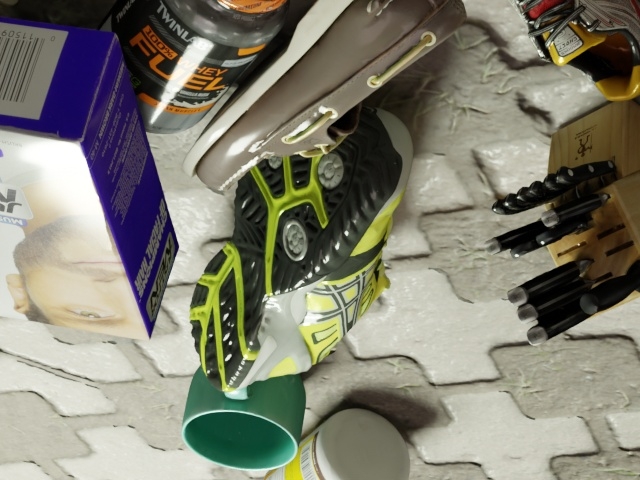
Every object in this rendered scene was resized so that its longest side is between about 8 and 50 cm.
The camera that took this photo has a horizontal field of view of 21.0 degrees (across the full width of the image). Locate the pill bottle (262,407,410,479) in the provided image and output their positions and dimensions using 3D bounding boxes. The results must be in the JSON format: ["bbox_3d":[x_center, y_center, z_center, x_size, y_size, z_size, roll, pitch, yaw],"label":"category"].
[{"bbox_3d":[0.006,0.285,1.994,0.117,0.117,0.215,22,143,-17],"label":"pill bottle"}]

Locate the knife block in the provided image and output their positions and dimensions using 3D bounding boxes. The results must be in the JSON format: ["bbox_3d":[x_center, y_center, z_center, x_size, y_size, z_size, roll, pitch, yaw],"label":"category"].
[{"bbox_3d":[0.260,0.016,1.450,0.276,0.242,0.088,33,140,-29],"label":"knife block"}]

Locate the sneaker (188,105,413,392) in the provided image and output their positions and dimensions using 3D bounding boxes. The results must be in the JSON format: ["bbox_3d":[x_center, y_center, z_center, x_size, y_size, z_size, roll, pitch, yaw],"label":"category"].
[{"bbox_3d":[0.000,0.000,1.617,0.147,0.145,0.384,-8,152,-31],"label":"sneaker"}]

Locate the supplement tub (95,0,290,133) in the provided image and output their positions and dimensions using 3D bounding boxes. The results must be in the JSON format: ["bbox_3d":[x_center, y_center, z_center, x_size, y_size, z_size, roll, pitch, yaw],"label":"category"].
[{"bbox_3d":[-0.101,-0.176,1.376,0.117,0.117,0.190,24,142,-19],"label":"supplement tub"}]

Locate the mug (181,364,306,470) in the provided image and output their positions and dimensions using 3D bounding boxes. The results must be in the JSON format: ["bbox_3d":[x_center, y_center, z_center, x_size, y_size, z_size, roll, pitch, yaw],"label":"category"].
[{"bbox_3d":[-0.074,0.171,1.871,0.129,0.097,0.158,25,141,-20],"label":"mug"}]

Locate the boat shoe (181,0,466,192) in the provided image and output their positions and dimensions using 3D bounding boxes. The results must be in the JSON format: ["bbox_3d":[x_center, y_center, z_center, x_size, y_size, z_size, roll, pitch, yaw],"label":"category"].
[{"bbox_3d":[-0.005,-0.124,1.417,0.097,0.116,0.324,40,133,-6],"label":"boat shoe"}]

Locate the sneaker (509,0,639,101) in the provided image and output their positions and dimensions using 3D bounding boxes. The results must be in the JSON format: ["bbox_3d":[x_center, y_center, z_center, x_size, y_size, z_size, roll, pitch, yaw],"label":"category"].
[{"bbox_3d":[0.186,-0.189,1.310,0.225,0.092,0.088,34,138,-29],"label":"sneaker"}]

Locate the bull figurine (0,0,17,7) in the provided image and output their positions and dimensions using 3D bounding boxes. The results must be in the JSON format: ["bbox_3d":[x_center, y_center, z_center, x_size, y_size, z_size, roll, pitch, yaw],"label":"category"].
[{"bbox_3d":[-0.343,-0.194,1.427,0.310,0.101,0.188,20,140,-18],"label":"bull figurine"}]

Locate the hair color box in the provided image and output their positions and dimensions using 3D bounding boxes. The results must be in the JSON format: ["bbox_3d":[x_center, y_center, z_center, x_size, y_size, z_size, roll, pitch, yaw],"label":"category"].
[{"bbox_3d":[-0.238,-0.046,1.422,0.185,0.110,0.339,9,154,10],"label":"hair color box"}]
